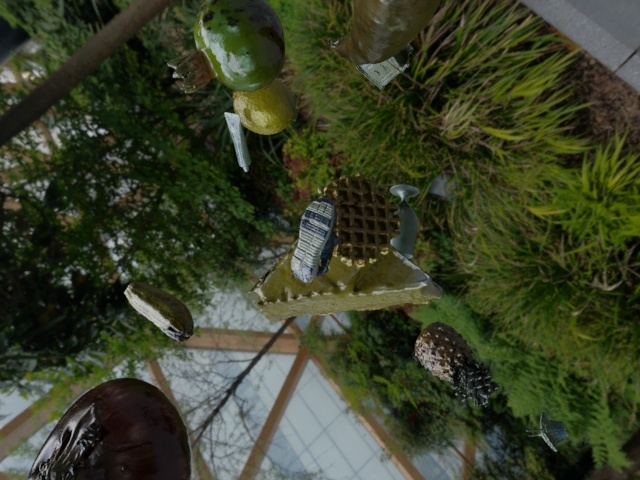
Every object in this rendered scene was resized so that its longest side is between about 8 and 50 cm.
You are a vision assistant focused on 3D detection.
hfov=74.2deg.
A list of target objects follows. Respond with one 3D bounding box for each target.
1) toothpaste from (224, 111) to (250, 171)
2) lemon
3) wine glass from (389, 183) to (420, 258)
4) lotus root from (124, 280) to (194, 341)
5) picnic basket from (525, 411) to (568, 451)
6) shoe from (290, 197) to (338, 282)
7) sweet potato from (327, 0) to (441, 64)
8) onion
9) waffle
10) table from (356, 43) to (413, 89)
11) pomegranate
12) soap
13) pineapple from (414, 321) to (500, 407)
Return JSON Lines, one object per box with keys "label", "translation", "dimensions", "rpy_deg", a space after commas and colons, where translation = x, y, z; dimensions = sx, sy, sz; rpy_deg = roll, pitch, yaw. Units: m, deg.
{"label": "toothpaste", "translation": [-0.270, -0.325, 1.416], "dimensions": [0.064, 0.041, 0.218], "rpy_deg": [18, 138, 26]}
{"label": "lemon", "translation": [-0.189, -0.458, 1.437], "dimensions": [0.230, 0.192, 0.192], "rpy_deg": [21, 178, -4]}
{"label": "wine glass", "translation": [0.231, -0.051, 1.199], "dimensions": [0.092, 0.203, 0.093], "rpy_deg": [6, 163, 2]}
{"label": "lotus root", "translation": [-0.476, 0.202, 1.268], "dimensions": [0.258, 0.110, 0.097], "rpy_deg": [36, -142, 7]}
{"label": "picnic basket", "translation": [0.509, 0.433, 0.956], "dimensions": [0.065, 0.083, 0.083], "rpy_deg": [52, -155, -52]}
{"label": "shoe", "translation": [0.000, 0.000, 0.697], "dimensions": [0.063, 0.143, 0.071], "rpy_deg": [24, -163, 36]}
{"label": "sweet potato", "translation": [0.102, -0.365, 0.669], "dimensions": [0.130, 0.130, 0.422], "rpy_deg": [47, 176, -8]}
{"label": "onion", "translation": [-0.308, 0.363, 0.687], "dimensions": [0.273, 0.273, 0.285], "rpy_deg": [45, -174, 26]}
{"label": "waffle", "translation": [0.074, -0.041, 0.817], "dimensions": [0.191, 0.191, 0.038], "rpy_deg": [46, 157, -4]}
{"label": "table", "translation": [0.132, -0.371, 0.862], "dimensions": [0.079, 0.063, 0.083], "rpy_deg": [31, 148, -24]}
{"label": "pomegranate", "translation": [-0.151, -0.318, 0.700], "dimensions": [0.159, 0.205, 0.159], "rpy_deg": [49, 167, 15]}
{"label": "soap", "translation": [0.041, 0.129, 0.939], "dimensions": [0.304, 0.339, 0.169], "rpy_deg": [44, -178, 31]}
{"label": "pineapple", "translation": [0.405, 0.361, 1.222], "dimensions": [0.158, 0.158, 0.278], "rpy_deg": [48, 175, -37]}
